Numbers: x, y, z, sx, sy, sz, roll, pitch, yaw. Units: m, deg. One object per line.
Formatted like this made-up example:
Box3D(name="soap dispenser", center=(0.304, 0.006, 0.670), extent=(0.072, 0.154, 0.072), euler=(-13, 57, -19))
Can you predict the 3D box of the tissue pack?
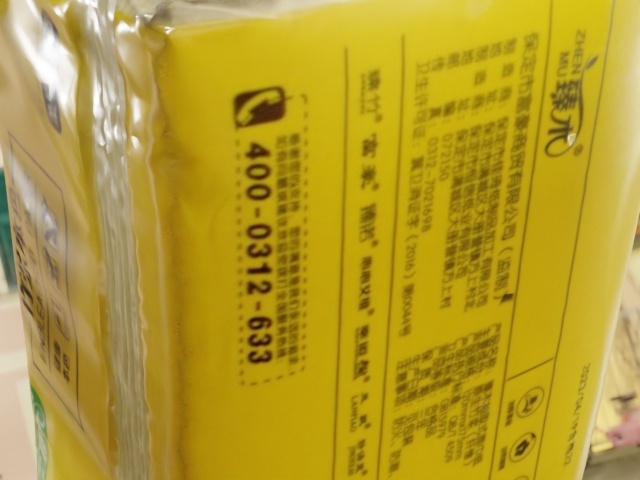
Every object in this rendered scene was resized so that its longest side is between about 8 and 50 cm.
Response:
Box3D(name="tissue pack", center=(0.000, 0.000, 0.632), extent=(0.293, 0.382, 0.228), euler=(-17, 39, -26))
